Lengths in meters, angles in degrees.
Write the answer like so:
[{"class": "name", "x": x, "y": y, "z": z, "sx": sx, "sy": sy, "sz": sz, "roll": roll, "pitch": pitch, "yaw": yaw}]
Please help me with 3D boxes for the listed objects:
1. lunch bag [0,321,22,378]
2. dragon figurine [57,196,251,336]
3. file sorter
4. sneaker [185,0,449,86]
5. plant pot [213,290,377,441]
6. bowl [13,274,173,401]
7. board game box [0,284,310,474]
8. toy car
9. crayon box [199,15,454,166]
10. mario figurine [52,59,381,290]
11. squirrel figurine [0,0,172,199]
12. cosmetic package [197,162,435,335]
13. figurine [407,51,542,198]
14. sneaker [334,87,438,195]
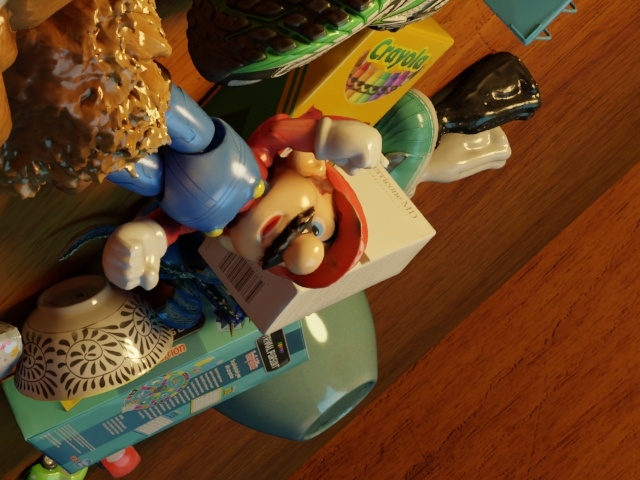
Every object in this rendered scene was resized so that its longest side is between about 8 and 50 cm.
[{"class": "lunch bag", "x": -0.338, "y": 0.114, "z": 1.497, "sx": 0.071, "sy": 0.053, "sz": 0.083, "roll": -26, "pitch": 170, "yaw": -34}, {"class": "dragon figurine", "x": -0.141, "y": 0.032, "z": 1.551, "sx": 0.085, "sy": 0.144, "sz": 0.289, "roll": -44, "pitch": 164, "yaw": 13}, {"class": "file sorter", "x": 0.246, "y": -0.304, "z": 1.569, "sx": 0.170, "sy": 0.118, "sz": 0.104, "roll": -46, "pitch": 167, "yaw": 23}, {"class": "sneaker", "x": 0.039, "y": -0.212, "z": 1.255, "sx": 0.343, "sy": 0.134, "sz": 0.146, "roll": -33, "pitch": 151, "yaw": -24}, {"class": "plant pot", "x": -0.035, "y": 0.157, "z": 2.066, "sx": 0.290, "sy": 0.195, "sz": 0.290, "roll": -37, "pitch": 165, "yaw": -11}, {"class": "bowl", "x": -0.241, "y": 0.086, "z": 1.540, "sx": 0.170, "sy": 0.080, "sz": 0.170, "roll": -12, "pitch": -157, "yaw": 5}, {"class": "board game box", "x": -0.184, "y": 0.153, "z": 1.798, "sx": 0.336, "sy": 0.079, "sz": 0.254, "roll": -25, "pitch": 164, "yaw": -6}, {"class": "toy car", "x": -0.307, "y": 0.295, "z": 2.082, "sx": 0.225, "sy": 0.053, "sz": 0.239, "roll": -26, "pitch": 160, "yaw": -41}, {"class": "crayon box", "x": 0.001, "y": -0.155, "z": 1.480, "sx": 0.318, "sy": 0.081, "sz": 0.202, "roll": -46, "pitch": 163, "yaw": 19}, {"class": "mario figurine", "x": -0.069, "y": -0.035, "z": 1.295, "sx": 0.198, "sy": 0.170, "sz": 0.320, "roll": -14, "pitch": 151, "yaw": 40}, {"class": "squirrel figurine", "x": -0.217, "y": -0.126, "z": 0.825, "sx": 0.370, "sy": 0.281, "sz": 0.397, "roll": -52, "pitch": 178, "yaw": 5}, {"class": "cosmetic package", "x": 0.000, "y": 0.000, "z": 1.541, "sx": 0.231, "sy": 0.117, "sz": 0.085, "roll": -25, "pitch": 161, "yaw": -47}, {"class": "figurine", "x": 0.150, "y": -0.127, "z": 1.930, "sx": 0.209, "sy": 0.092, "sz": 0.215, "roll": -25, "pitch": 161, "yaw": -22}, {"class": "sneaker", "x": 0.015, "y": -0.054, "z": 1.745, "sx": 0.302, "sy": 0.108, "sz": 0.121, "roll": -47, "pitch": 168, "yaw": 31}]
